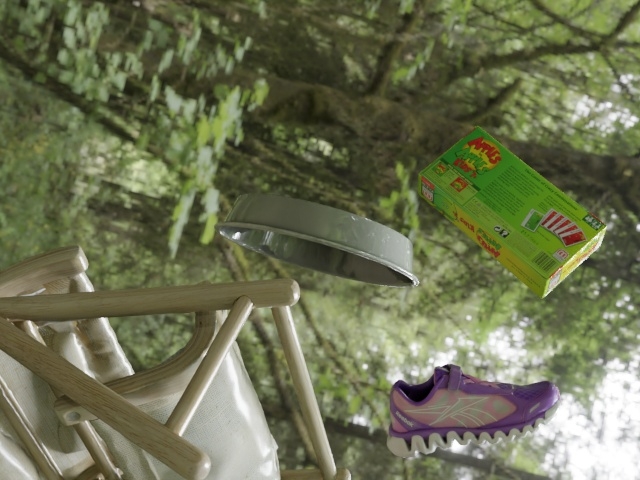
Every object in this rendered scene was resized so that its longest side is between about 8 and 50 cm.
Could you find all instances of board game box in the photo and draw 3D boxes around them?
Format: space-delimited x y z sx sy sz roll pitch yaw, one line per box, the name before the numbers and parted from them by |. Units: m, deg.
board game box | 0.200 -0.033 0.976 0.092 0.181 0.043 -39 154 -16

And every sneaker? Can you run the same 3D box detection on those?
sneaker | 0.192 0.210 1.207 0.095 0.236 0.105 -43 119 -77

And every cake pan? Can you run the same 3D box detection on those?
cake pan | 0.000 0.000 1.274 0.293 0.293 0.054 160 -54 -76

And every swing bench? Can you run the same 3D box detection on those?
swing bench | -0.136 0.150 0.690 0.253 0.254 0.165 77 30 -42
